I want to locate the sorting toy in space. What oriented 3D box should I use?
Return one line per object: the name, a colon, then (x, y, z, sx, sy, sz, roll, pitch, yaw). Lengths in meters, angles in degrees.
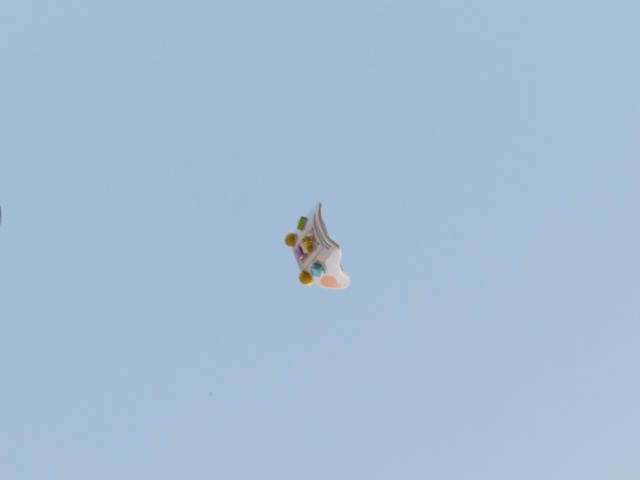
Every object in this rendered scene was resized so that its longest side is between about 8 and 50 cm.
sorting toy: (0.000, 0.000, 1.114, 0.045, 0.075, 0.083, -15, -109, -19)
